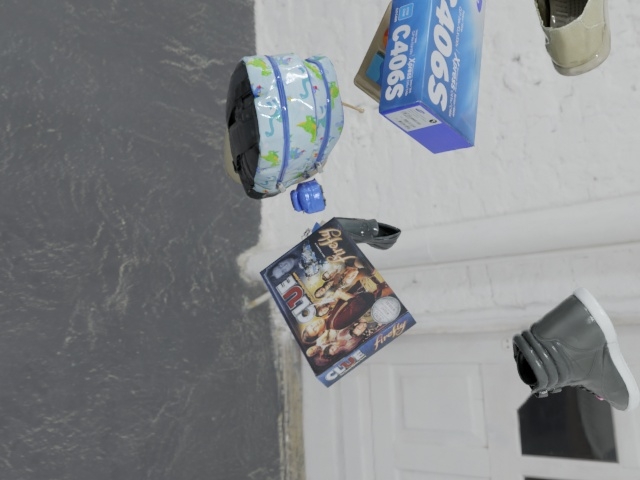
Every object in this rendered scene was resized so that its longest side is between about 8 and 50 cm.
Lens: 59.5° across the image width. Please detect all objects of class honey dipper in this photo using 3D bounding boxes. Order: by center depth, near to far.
[{"bbox_3d":[0.063,-0.431,1.756,0.030,0.161,0.030,24,90,-82],"label":"honey dipper"}]

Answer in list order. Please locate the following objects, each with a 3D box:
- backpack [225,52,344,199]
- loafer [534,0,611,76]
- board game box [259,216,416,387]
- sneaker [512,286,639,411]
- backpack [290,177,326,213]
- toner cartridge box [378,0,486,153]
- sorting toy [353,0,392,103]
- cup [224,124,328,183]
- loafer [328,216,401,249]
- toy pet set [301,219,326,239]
[{"bbox_3d":[-0.090,-0.256,1.180,0.355,0.274,0.289,64,20,-83],"label":"backpack"},{"bbox_3d":[0.337,-0.356,0.757,0.092,0.102,0.268,28,55,-51],"label":"loafer"},{"bbox_3d":[0.017,0.088,0.890,0.042,0.165,0.243,52,1,-46],"label":"board game box"},{"bbox_3d":[0.391,0.200,0.874,0.295,0.147,0.104,50,13,-35],"label":"sneaker"},{"bbox_3d":[-0.035,-0.123,1.679,0.101,0.120,0.097,-21,106,-9],"label":"backpack"},{"bbox_3d":[0.182,-0.327,0.863,0.165,0.075,0.347,22,71,-47],"label":"toner cartridge box"},{"bbox_3d":[0.231,-0.372,1.279,0.307,0.229,0.041,41,40,14],"label":"sorting toy"},{"bbox_3d":[-0.151,-0.348,1.714,0.331,0.332,0.236,-59,152,-43],"label":"cup"},{"bbox_3d":[0.117,-0.030,1.467,0.223,0.078,0.076,13,45,-37],"label":"loafer"},{"bbox_3d":[0.000,0.000,1.801,0.122,0.114,0.065,29,35,2],"label":"toy pet set"}]
